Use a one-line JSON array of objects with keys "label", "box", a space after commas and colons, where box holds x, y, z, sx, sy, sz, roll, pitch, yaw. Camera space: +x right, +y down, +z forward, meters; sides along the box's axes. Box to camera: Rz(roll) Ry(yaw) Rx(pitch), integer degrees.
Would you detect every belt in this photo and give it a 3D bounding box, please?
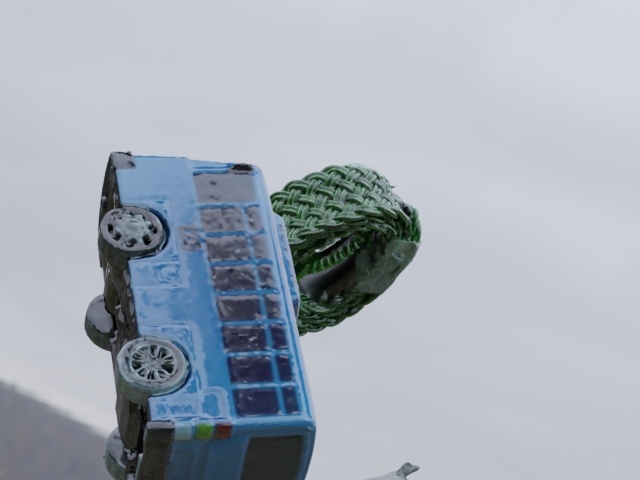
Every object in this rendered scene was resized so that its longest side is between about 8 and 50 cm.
[{"label": "belt", "box": [0.000, 0.000, 1.511, 0.121, 0.151, 0.079, 44, 15, -50]}]

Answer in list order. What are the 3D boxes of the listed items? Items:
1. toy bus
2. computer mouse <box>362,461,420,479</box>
[{"label": "toy bus", "box": [-0.063, 0.045, 0.994, 0.106, 0.184, 0.090, -2, -40, -13]}, {"label": "computer mouse", "box": [0.003, 0.263, 1.659, 0.229, 0.068, 0.113, -24, 4, -26]}]
